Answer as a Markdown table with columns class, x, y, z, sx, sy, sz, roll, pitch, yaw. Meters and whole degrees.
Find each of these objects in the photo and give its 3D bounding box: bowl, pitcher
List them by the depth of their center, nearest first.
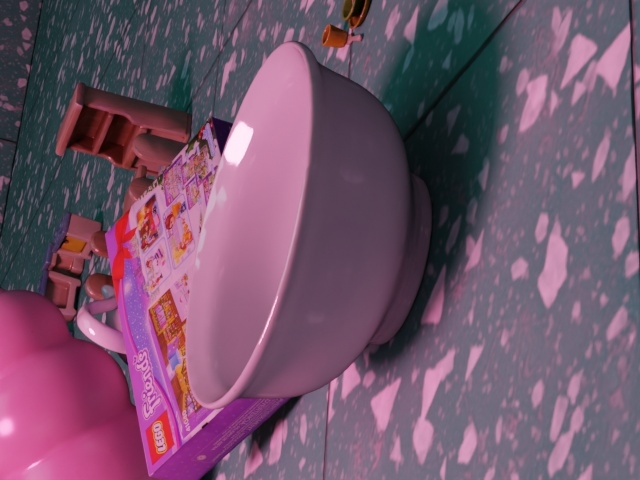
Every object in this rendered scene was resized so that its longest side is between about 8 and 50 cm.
| class | x | y | z | sx | sy | sz | roll | pitch | yaw |
| --- | --- | --- | --- | --- | --- | --- | --- | --- | --- |
| bowl | 0.000 | 0.000 | 1.277 | 0.298 | 0.134 | 0.298 | -167 | 90 | -74 |
| pitcher | -0.185 | 0.087 | 1.727 | 0.125 | 0.178 | 0.207 | -55 | 23 | 12 |

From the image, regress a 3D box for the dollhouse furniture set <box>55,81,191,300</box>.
| class | x | y | z | sx | sy | sz | roll | pitch | yaw |
| --- | --- | --- | --- | --- | --- | --- | --- | --- | --- |
| dollhouse furniture set | -0.266 | -0.070 | 2.133 | 0.212 | 0.161 | 0.242 | 122 | 155 | -46 |

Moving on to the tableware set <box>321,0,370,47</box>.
| class | x | y | z | sx | sy | sz | roll | pitch | yaw |
| --- | --- | --- | --- | --- | --- | --- | --- | --- | --- |
| tableware set | 0.030 | -0.263 | 1.571 | 0.104 | 0.024 | 0.154 | -173 | 96 | -73 |

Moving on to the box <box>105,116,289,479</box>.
| class | x | y | z | sx | sy | sz | roll | pitch | yaw |
| --- | --- | --- | --- | --- | --- | --- | --- | --- | --- |
| box | -0.112 | 0.055 | 1.543 | 0.201 | 0.057 | 0.293 | -43 | 46 | 34 |

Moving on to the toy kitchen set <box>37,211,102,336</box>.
| class | x | y | z | sx | sy | sz | roll | pitch | yaw |
| --- | --- | --- | --- | --- | --- | --- | --- | --- | --- |
| toy kitchen set | -0.451 | 0.076 | 2.678 | 0.166 | 0.122 | 0.207 | 131 | 148 | -57 |

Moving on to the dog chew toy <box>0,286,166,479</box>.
| class | x | y | z | sx | sy | sz | roll | pitch | yaw |
| --- | --- | --- | --- | --- | --- | --- | --- | --- | --- |
| dog chew toy | -0.277 | 0.198 | 1.700 | 0.332 | 0.206 | 0.206 | 58 | 156 | 1 |
